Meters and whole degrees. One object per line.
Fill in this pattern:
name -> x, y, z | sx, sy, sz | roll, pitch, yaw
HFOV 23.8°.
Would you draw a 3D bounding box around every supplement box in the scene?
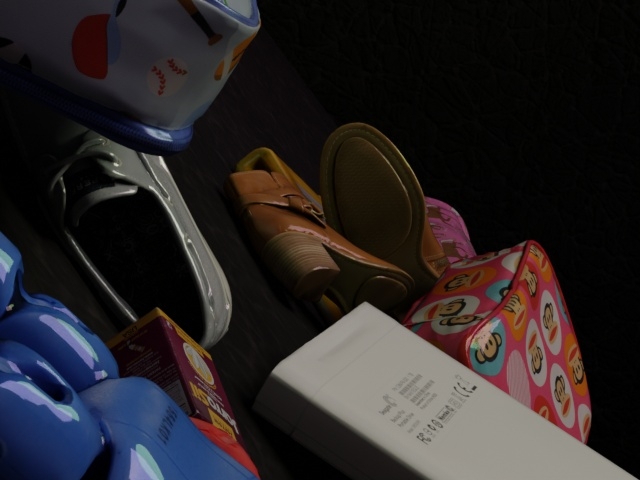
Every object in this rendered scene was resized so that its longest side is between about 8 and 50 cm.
supplement box -> -0.078, 0.085, 0.802 | 0.055, 0.043, 0.083 | 49, 10, -44

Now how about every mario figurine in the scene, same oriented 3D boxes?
mario figurine -> -0.069, 0.130, 0.513 | 0.320, 0.170, 0.198 | 43, 45, -10

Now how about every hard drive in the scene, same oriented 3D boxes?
hard drive -> 0.140, 0.177, 1.106 | 0.353, 0.047, 0.233 | 33, 17, 10

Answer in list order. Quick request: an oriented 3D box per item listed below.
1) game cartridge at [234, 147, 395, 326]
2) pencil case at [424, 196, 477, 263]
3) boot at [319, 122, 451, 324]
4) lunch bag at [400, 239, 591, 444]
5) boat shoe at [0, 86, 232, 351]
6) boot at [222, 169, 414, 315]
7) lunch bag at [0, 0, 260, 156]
game cartridge -> 0.041, 0.056, 1.708 | 0.285, 0.053, 0.324 | 58, 9, 22
pencil case -> 0.158, 0.063, 2.033 | 0.160, 0.167, 0.386 | 11, 19, -11
boot -> 0.083, -0.011, 1.656 | 0.283, 0.109, 0.220 | 57, 7, -11
lunch bag -> 0.178, 0.159, 1.454 | 0.258, 0.120, 0.293 | 69, 26, -12
boat shoe -> -0.124, -0.030, 0.888 | 0.227, 0.079, 0.081 | 57, 2, -6
boot -> 0.000, 0.000, 1.489 | 0.197, 0.073, 0.152 | 21, 26, -52
lunch bag -> -0.167, -0.178, 0.834 | 0.243, 0.115, 0.303 | 22, 21, -25
